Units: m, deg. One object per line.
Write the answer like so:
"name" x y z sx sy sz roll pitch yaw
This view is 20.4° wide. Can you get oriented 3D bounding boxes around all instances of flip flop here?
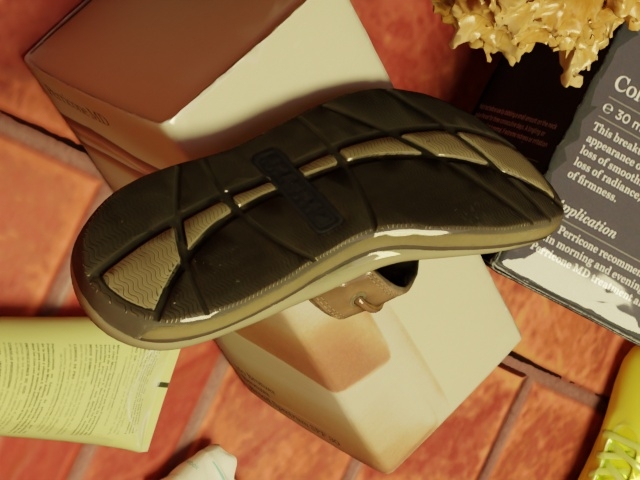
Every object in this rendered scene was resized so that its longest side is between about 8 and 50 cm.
"flip flop" 0.000 0.000 0.887 0.277 0.112 0.080 -20 147 -33

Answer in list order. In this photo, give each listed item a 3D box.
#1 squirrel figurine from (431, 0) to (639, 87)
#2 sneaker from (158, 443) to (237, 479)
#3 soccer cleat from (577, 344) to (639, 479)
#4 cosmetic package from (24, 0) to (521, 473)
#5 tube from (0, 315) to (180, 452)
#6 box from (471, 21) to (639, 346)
"squirrel figurine" 0.104 -0.284 0.844 0.281 0.371 0.397 -65 156 -43
"sneaker" -0.053 0.194 1.148 0.061 0.054 0.152 -43 130 -24
"soccer cleat" 0.224 0.216 1.378 0.121 0.093 0.289 4 104 -36
"cosmetic package" -0.020 -0.020 1.023 0.129 0.153 0.296 -44 129 -17
"tube" -0.171 0.077 0.999 0.070 0.062 0.240 -36 153 34
"box" 0.296 -0.060 1.162 0.343 0.179 0.312 28 93 -15
